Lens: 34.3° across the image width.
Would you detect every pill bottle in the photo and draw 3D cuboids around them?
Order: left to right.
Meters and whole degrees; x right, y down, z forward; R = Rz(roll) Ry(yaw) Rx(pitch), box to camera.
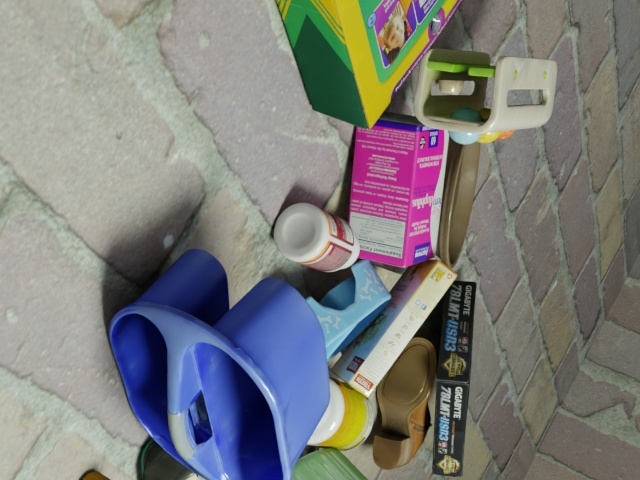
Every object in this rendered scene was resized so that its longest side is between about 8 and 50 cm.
[{"bbox_3d":[0.000,0.000,1.524,0.152,0.086,0.086,24,89,-63],"label":"pill bottle"},{"bbox_3d":[0.003,0.284,1.724,0.117,0.117,0.215,-64,154,-4],"label":"pill bottle"}]

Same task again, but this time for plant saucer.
[{"bbox_3d":[0.245,-0.087,1.881,0.278,0.041,0.278,10,90,-76],"label":"plant saucer"}]

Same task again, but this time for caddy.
[{"bbox_3d":[-0.127,0.178,1.267,0.179,0.241,0.341,-51,150,-36],"label":"caddy"}]

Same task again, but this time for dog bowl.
[{"bbox_3d":[0.003,0.135,1.582,0.297,0.074,0.166,-34,165,-48],"label":"dog bowl"}]

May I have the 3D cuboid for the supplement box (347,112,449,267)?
[{"bbox_3d":[0.118,-0.080,1.606,0.111,0.114,0.220,-15,115,-57],"label":"supplement box"}]

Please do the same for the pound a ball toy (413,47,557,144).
[{"bbox_3d":[0.228,-0.223,1.596,0.319,0.208,0.135,-15,113,-61],"label":"pound a ball toy"}]

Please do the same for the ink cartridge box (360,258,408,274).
[{"bbox_3d":[0.117,-0.004,1.762,0.181,0.061,0.104,19,95,-63],"label":"ink cartridge box"}]

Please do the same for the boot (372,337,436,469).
[{"bbox_3d":[0.196,0.327,2.138,0.220,0.109,0.283,-3,103,-69],"label":"boot"}]

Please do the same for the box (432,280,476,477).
[{"bbox_3d":[0.275,0.284,2.152,0.295,0.073,0.293,-76,167,-49],"label":"box"}]

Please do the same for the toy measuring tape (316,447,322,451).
[{"bbox_3d":[0.021,0.456,1.891,0.121,0.121,0.330,7,106,-63],"label":"toy measuring tape"}]

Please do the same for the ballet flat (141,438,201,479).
[{"bbox_3d":[-0.201,0.396,1.464,0.095,0.096,0.280,-41,145,-41],"label":"ballet flat"}]

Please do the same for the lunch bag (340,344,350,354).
[{"bbox_3d":[0.075,0.161,1.819,0.098,0.065,0.067,-31,121,-48],"label":"lunch bag"}]

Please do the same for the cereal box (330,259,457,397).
[{"bbox_3d":[0.115,0.136,1.679,0.240,0.047,0.173,-52,-173,-7],"label":"cereal box"}]

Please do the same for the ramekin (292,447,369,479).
[{"bbox_3d":[-0.031,0.482,1.702,0.303,0.148,0.303,-34,155,-19],"label":"ramekin"}]

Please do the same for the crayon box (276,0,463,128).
[{"bbox_3d":[0.090,-0.384,1.356,0.363,0.106,0.313,-55,150,-22],"label":"crayon box"}]

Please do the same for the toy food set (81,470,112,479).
[{"bbox_3d":[-0.297,0.421,1.296,0.232,0.104,0.111,-57,152,-18],"label":"toy food set"}]
